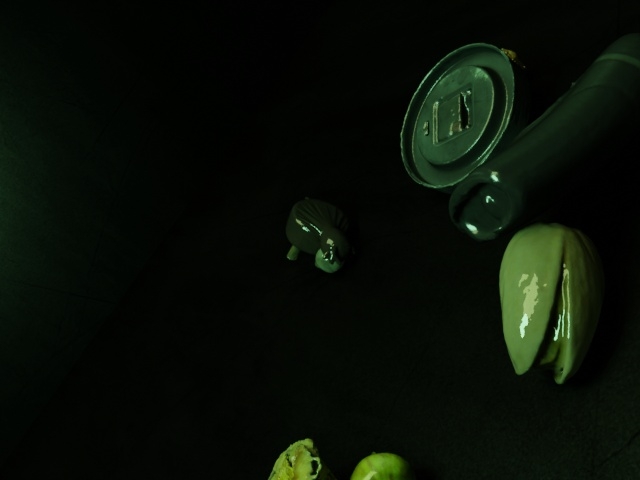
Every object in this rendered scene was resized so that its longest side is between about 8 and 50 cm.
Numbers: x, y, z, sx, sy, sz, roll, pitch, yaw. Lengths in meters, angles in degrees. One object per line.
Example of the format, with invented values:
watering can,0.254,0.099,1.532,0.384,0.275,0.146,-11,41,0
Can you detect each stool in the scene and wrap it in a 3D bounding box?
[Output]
stool,0.000,0.000,1.637,0.217,0.125,0.121,56,138,42

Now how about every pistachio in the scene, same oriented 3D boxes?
pistachio,0.283,0.070,0.970,0.136,0.136,0.226,-27,37,46

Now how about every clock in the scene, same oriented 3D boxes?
clock,0.258,-0.217,1.424,0.281,0.055,0.280,-31,50,45

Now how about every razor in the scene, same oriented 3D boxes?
razor,0.330,-0.130,1.066,0.349,0.113,0.204,-41,-6,-16

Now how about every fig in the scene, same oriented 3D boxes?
fig,0.089,0.325,1.045,0.093,0.093,0.166,-53,-17,-4

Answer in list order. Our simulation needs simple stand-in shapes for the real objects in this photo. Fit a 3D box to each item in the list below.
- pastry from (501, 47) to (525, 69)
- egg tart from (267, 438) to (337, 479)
pastry,0.325,-0.291,1.487,0.140,0.080,0.056,-52,53,5
egg tart,-0.022,0.393,1.037,0.291,0.107,0.290,-165,90,-81
